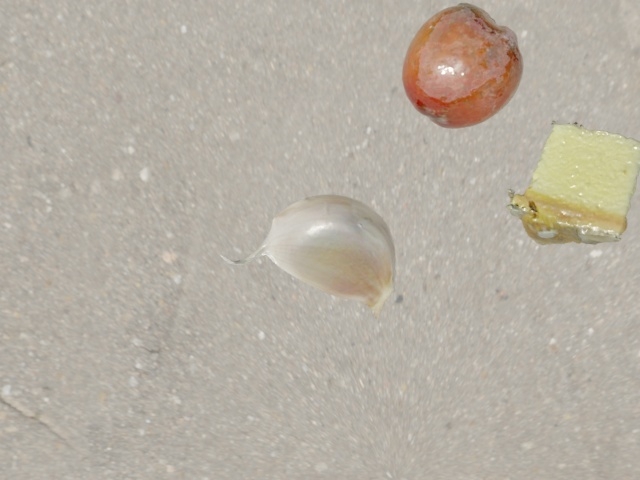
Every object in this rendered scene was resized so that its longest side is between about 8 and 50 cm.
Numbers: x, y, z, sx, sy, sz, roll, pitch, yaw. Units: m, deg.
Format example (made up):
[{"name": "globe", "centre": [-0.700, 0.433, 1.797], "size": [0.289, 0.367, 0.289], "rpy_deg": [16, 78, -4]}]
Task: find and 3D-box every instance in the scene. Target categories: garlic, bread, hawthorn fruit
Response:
[{"name": "garlic", "centre": [-0.003, -0.004, 1.368], "size": [0.266, 0.128, 0.149], "rpy_deg": [17, 65, 0]}, {"name": "bread", "centre": [0.335, -0.059, 1.149], "size": [0.152, 0.127, 0.147], "rpy_deg": [14, 74, 40]}, {"name": "hawthorn fruit", "centre": [0.200, -0.241, 1.290], "size": [0.172, 0.173, 0.173], "rpy_deg": [-1, 75, 4]}]
